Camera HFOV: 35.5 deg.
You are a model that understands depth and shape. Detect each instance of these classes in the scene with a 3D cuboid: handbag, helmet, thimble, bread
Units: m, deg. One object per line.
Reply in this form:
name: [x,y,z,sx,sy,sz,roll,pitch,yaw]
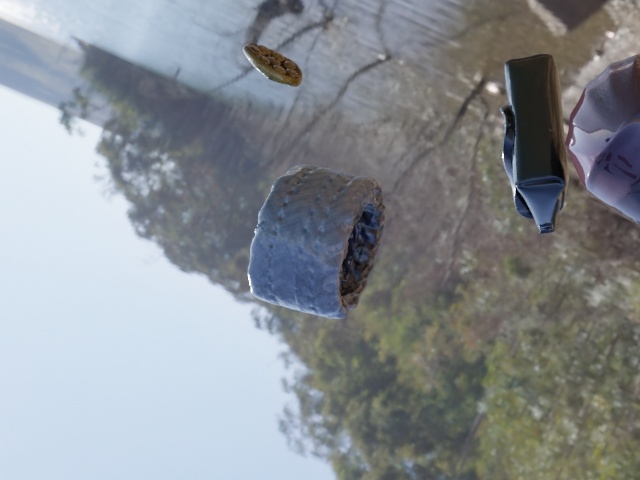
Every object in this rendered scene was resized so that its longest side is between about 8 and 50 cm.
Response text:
handbag: [0.410,-0.174,1.892,0.113,0.285,0.257,-6,155,16]
helmet: [0.507,-0.186,1.615,0.197,0.271,0.338,26,-149,-17]
thimble: [0.000,0.000,1.614,0.157,0.245,0.217,14,147,17]
bread: [-0.076,-0.282,1.603,0.110,0.024,0.110,26,-158,-11]
